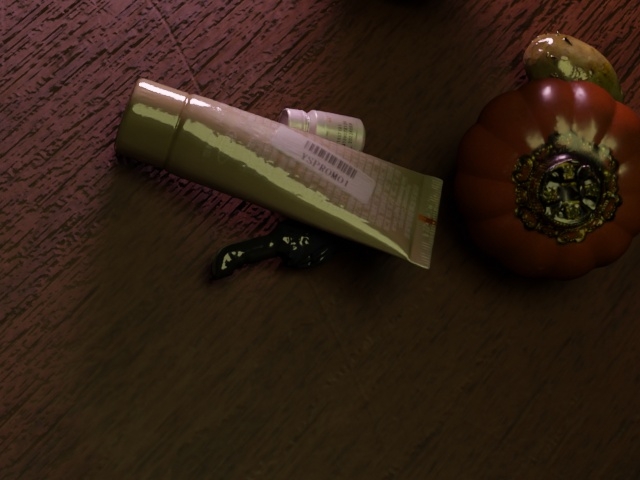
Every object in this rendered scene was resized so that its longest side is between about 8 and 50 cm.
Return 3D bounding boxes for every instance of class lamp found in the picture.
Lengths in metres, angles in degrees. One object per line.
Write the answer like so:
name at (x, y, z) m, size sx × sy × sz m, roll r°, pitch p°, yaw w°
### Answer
lamp at (0.255, -0.066, 1.575) m, size 0.223 × 0.196 × 0.223 m, roll 0°, pitch 101°, yaw -1°

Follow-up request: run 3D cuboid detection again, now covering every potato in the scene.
potato at (0.302, -0.190, 1.717) m, size 0.138 × 0.070 × 0.091 m, roll 36°, pitch 61°, yaw -5°

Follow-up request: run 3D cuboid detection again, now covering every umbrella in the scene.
umbrella at (-0.002, -0.008, 1.519) m, size 0.248 × 0.071 × 0.070 m, roll -12°, pitch 74°, yaw -27°

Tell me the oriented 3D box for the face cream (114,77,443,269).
face cream at (-0.039, -0.073, 1.496) m, size 0.341 × 0.084 × 0.137 m, roll 19°, pitch 44°, yaw -6°

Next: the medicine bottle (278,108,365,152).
medicine bottle at (0.000, -0.114, 1.571) m, size 0.089 × 0.052 × 0.052 m, roll 9°, pitch 66°, yaw -19°
